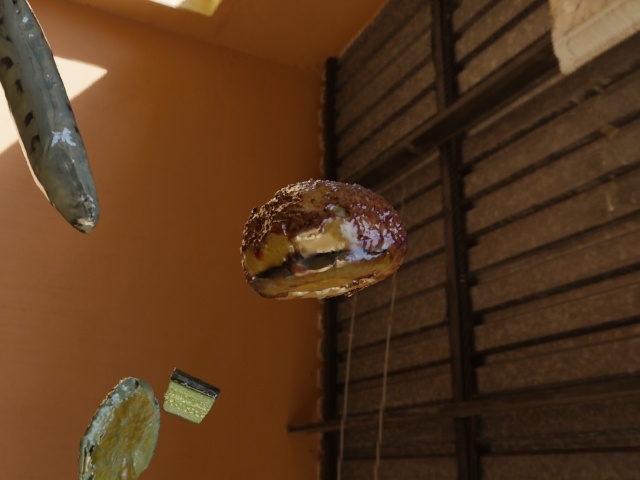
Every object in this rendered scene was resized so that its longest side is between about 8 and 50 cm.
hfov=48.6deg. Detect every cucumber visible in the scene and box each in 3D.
[{"bbox_3d":[-0.287,0.337,1.557,0.116,0.115,0.062,-56,-170,37],"label":"cucumber"}]

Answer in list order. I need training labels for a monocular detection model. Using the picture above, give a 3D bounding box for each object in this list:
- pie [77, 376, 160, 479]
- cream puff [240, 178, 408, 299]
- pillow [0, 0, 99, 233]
[{"bbox_3d":[-0.495,0.493,1.748,0.071,0.306,0.306,9,-92,25],"label":"pie"},{"bbox_3d":[-0.001,0.000,1.002,0.240,0.240,0.164,-20,-103,60],"label":"cream puff"},{"bbox_3d":[-0.258,-0.112,0.656,0.093,0.051,0.241,-32,-100,60],"label":"pillow"}]
